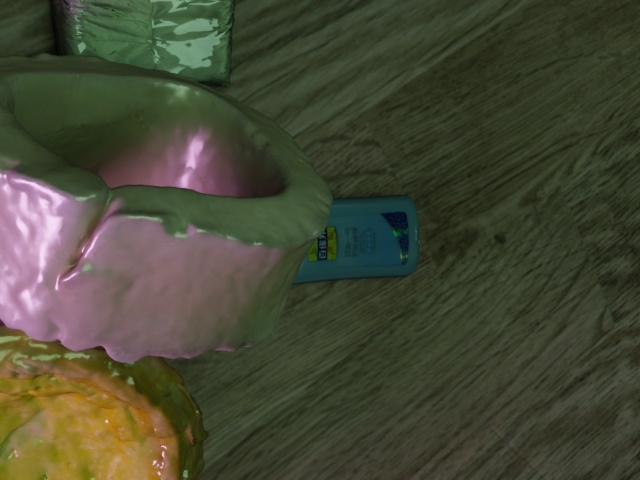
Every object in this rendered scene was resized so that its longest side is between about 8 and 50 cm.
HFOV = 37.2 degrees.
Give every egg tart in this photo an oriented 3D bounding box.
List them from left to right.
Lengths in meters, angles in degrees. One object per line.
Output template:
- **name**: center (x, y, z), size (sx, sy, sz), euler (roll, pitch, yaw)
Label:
- **egg tart**: center (-0.281, 0.202, 0.887), size (0.345, 0.132, 0.345), euler (-10, 117, -21)

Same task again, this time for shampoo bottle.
- **shampoo bottle**: center (0.000, 0.000, 1.122), size (0.258, 0.061, 0.104), euler (-3, 94, -32)

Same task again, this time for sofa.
- **sofa**: center (-0.142, -0.247, 0.922), size (0.210, 0.225, 0.176), euler (-8, 93, -34)

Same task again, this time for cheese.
- **cheese**: center (-0.172, -0.038, 0.851), size (0.332, 0.292, 0.153), euler (-2, 128, -36)
